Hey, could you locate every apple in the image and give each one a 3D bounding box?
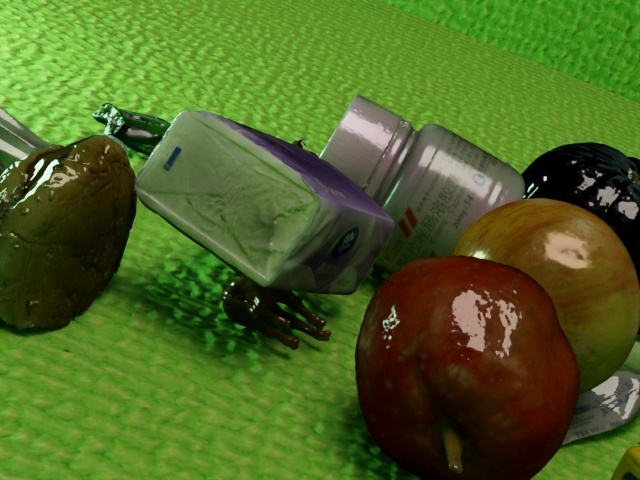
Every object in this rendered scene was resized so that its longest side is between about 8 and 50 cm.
[{"bbox_3d":[0.302,0.082,1.825,0.233,0.286,0.286,-14,37,-21],"label":"apple"}]

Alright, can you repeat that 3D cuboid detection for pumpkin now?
[{"bbox_3d":[0.479,-0.003,2.201,0.363,0.266,0.363,23,22,-10],"label":"pumpkin"}]

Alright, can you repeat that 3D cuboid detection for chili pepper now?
[{"bbox_3d":[-0.270,-0.171,2.175,0.224,0.061,0.098,12,30,-18],"label":"chili pepper"}]

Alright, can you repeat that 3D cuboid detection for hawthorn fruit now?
[{"bbox_3d":[0.171,0.176,1.572,0.287,0.287,0.330,21,30,-1],"label":"hawthorn fruit"}]

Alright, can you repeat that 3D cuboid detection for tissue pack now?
[{"bbox_3d":[-0.061,-0.047,1.780,0.242,0.160,0.338,36,9,18],"label":"tissue pack"}]

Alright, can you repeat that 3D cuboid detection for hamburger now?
[{"bbox_3d":[-0.323,-0.030,1.651,0.132,0.211,0.309,21,25,10],"label":"hamburger"}]

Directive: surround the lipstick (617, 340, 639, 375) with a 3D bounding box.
[{"bbox_3d":[0.430,0.175,2.017,0.304,0.076,0.076,16,24,-10],"label":"lipstick"}]

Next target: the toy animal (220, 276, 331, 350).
[{"bbox_3d":[-0.070,0.068,1.834,0.229,0.066,0.224,33,21,33],"label":"toy animal"}]

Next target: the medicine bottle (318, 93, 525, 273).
[{"bbox_3d":[0.137,-0.070,2.047,0.302,0.241,0.241,29,24,-1],"label":"medicine bottle"}]

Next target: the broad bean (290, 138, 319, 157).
[{"bbox_3d":[0.070,-0.109,2.345,0.292,0.049,0.144,23,22,3],"label":"broad bean"}]

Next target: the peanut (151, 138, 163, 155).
[{"bbox_3d":[-0.148,-0.101,2.067,0.233,0.110,0.196,36,41,30],"label":"peanut"}]

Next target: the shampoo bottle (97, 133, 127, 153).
[{"bbox_3d":[-0.357,-0.110,1.985,0.072,0.049,0.212,21,24,8],"label":"shampoo bottle"}]

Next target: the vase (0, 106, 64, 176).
[{"bbox_3d":[-0.509,-0.156,1.834,0.360,0.165,0.165,28,24,5],"label":"vase"}]

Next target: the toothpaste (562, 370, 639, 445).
[{"bbox_3d":[0.398,0.232,1.896,0.282,0.068,0.099,-7,8,-37],"label":"toothpaste"}]

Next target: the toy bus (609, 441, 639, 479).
[{"bbox_3d":[0.484,0.377,1.543,0.152,0.144,0.330,3,28,-36],"label":"toy bus"}]
